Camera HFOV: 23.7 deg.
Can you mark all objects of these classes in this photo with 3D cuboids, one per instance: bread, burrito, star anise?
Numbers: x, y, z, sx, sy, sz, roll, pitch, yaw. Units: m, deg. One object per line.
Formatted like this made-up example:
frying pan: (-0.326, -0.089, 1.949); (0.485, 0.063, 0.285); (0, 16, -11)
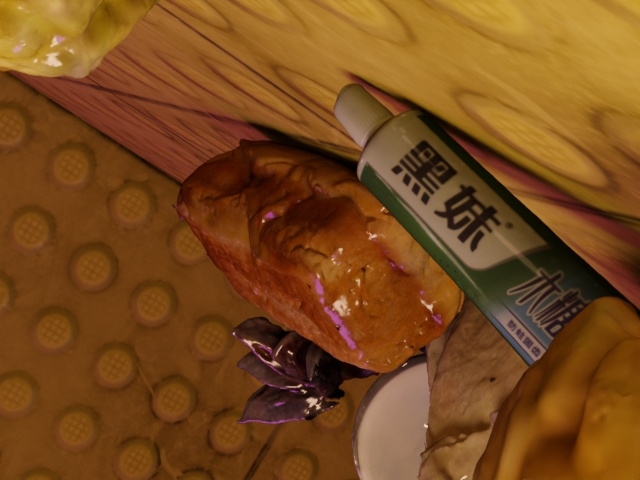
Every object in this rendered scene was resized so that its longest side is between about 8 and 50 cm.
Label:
bread: (-0.001, 0.000, 1.537); (0.344, 0.149, 0.195); (27, 152, 57)
burrito: (0.174, 0.120, 1.441); (0.107, 0.175, 0.348); (57, -160, -29)
star anise: (0.012, 0.121, 1.683); (0.282, 0.212, 0.129); (-23, 87, 66)

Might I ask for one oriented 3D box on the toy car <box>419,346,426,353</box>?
toy car: (0.138, 0.082, 1.808); (0.141, 0.097, 0.320); (27, 173, -24)

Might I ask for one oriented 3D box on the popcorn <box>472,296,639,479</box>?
popcorn: (0.229, 0.189, 0.724); (0.354, 0.344, 0.390); (27, 179, 12)

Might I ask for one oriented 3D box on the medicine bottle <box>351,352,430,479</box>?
medicine bottle: (0.133, 0.226, 1.704); (0.190, 0.190, 0.332); (31, 175, 6)

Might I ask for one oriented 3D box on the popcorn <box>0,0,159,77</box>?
popcorn: (-0.181, -0.165, 0.752); (0.225, 0.174, 0.286); (24, 176, 7)

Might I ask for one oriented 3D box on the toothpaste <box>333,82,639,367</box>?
toothpaste: (0.140, 0.037, 0.981); (0.392, 0.099, 0.061); (47, -175, 19)
